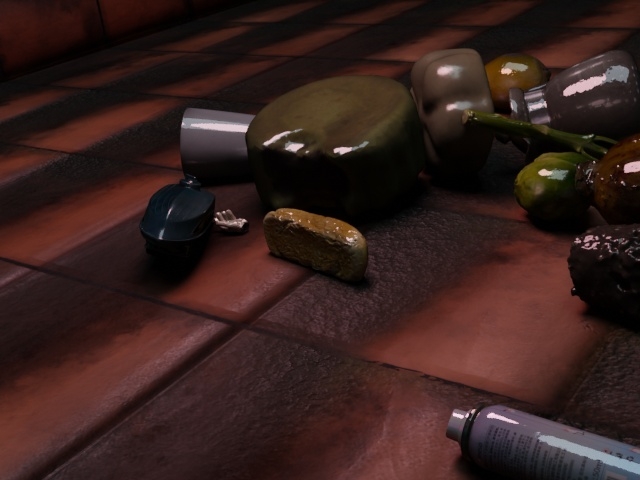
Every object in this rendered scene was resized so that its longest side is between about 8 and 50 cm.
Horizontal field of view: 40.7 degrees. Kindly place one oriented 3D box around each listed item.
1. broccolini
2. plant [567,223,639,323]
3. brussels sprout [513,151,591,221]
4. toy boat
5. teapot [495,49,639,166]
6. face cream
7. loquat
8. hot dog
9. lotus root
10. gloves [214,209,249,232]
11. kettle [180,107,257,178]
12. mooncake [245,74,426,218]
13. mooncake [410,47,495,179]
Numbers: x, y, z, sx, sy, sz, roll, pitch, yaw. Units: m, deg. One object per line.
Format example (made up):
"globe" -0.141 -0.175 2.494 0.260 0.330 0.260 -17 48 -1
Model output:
"broccolini" 0.448 -0.164 1.579 0.392 0.078 0.074 13 17 2
"plant" 0.457 0.044 1.199 0.203 0.142 0.131 1 15 38
"brussels sprout" 0.414 -0.092 1.517 0.155 0.117 0.155 -27 5 3
"toy boat" -0.262 -0.033 1.564 0.114 0.122 0.296 13 15 -2
"teapot" 0.485 -0.270 1.720 0.285 0.223 0.305 -12 56 15
"face cream" 0.240 0.228 0.918 0.229 0.075 0.075 13 31 36
"loquat" 0.470 -0.389 2.122 0.195 0.152 0.152 -5 23 25
"hot dog" 0.000 0.000 1.472 0.073 0.084 0.243 -28 31 -36
"lotus root" 0.610 -0.083 1.364 0.398 0.179 0.196 5 25 22
"gloves" -0.168 -0.031 1.644 0.081 0.037 0.044 29 24 20
"kettle" -0.175 -0.210 1.941 0.243 0.159 0.210 2 -2 2
"mooncake" 0.033 -0.183 1.714 0.352 0.187 0.351 -13 34 9
"mooncake" 0.262 -0.256 1.747 0.135 0.274 0.275 -6 24 -5
